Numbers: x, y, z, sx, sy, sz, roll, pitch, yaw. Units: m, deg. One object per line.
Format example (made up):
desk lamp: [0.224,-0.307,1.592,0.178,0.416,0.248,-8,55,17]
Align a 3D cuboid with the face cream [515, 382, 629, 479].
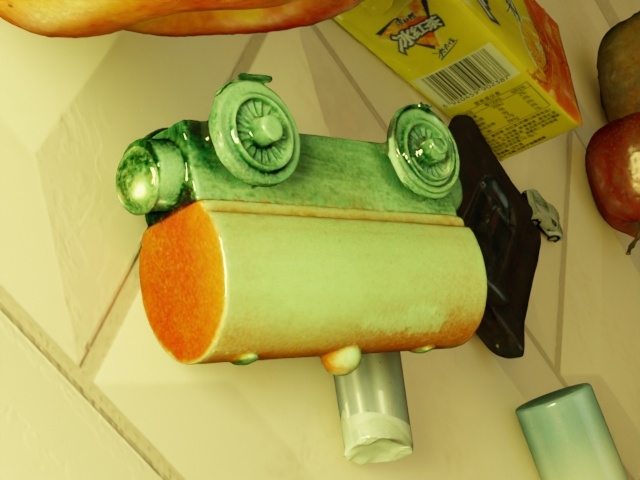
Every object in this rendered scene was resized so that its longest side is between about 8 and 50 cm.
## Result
face cream: [0.257,0.259,1.073,0.077,0.077,0.250,-13,81,-61]

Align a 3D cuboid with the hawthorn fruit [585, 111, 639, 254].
hawthorn fruit: [0.425,-0.061,1.542,0.163,0.163,0.203,27,61,-50]

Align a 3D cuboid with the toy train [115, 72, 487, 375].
toy train: [0.000,0.000,0.760,0.285,0.116,0.177,3,72,-46]

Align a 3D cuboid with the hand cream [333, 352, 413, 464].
hand cream: [0.025,0.039,0.872,0.079,0.048,0.255,29,45,-45]

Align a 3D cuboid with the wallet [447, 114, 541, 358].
wallet: [0.157,-0.013,1.140,0.182,0.049,0.229,55,29,-14]

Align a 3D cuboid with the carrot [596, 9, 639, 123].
carrot: [0.548,-0.183,1.753,0.224,0.224,0.340,-12,79,-61]

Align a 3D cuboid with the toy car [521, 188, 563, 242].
toy car: [0.257,-0.028,1.343,0.093,0.025,0.041,29,47,-48]

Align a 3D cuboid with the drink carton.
drink carton: [0.130,-0.229,1.193,0.351,0.111,0.154,31,43,-46]

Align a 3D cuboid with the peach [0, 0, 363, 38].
peach: [-0.092,-0.274,0.634,0.335,0.310,0.406,-19,72,-25]
